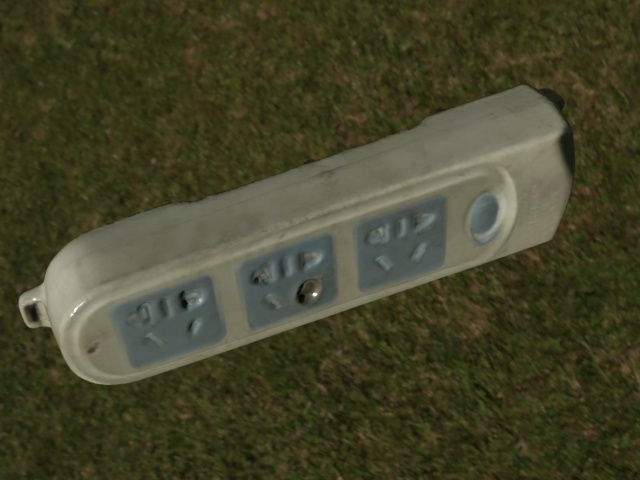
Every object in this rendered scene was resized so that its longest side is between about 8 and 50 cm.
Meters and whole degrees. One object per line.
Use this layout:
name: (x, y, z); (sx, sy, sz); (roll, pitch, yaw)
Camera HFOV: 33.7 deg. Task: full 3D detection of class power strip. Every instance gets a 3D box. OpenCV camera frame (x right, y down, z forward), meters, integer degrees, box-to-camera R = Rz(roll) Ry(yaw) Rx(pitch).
power strip: (-0.002, -0.002, 0.512); (0.286, 0.080, 0.048); (-17, 44, -14)
